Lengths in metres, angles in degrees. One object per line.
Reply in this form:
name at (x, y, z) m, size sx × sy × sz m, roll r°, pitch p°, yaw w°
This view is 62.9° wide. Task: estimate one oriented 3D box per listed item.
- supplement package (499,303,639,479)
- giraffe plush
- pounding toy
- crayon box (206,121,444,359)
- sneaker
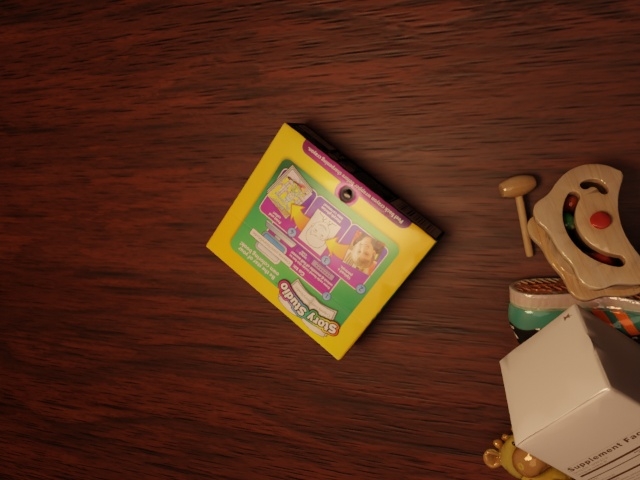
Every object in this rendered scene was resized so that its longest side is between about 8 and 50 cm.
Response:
supplement package at (0.459, 0.270, 0.814) m, size 0.293 × 0.177 × 0.175 m, roll 31°, pitch 123°, yaw -11°
giraffe plush at (0.408, 0.420, 0.953) m, size 0.170 × 0.182 × 0.210 m, roll 56°, pitch 147°, yaw 14°
pounding toy at (0.435, -0.019, 0.879) m, size 0.154 × 0.155 × 0.269 m, roll -26°, pitch 65°, yaw 1°
crayon box at (0.000, 0.000, 1.041) m, size 0.363 × 0.106 × 0.313 m, roll 40°, pitch 111°, yaw 10°
sneaker at (0.481, 0.135, 0.893) m, size 0.303 × 0.108 × 0.120 m, roll 1°, pitch 108°, yaw 23°
